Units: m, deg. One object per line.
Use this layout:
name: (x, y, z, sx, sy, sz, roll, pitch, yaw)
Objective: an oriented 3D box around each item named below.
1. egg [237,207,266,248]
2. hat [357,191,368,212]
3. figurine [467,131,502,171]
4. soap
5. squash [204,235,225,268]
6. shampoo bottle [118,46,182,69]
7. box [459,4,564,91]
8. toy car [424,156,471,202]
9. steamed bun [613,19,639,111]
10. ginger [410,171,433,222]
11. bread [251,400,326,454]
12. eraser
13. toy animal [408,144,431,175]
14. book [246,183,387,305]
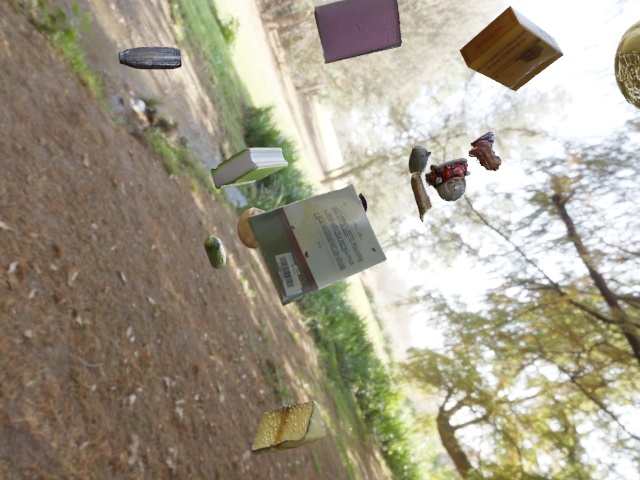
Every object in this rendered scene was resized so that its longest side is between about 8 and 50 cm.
egg: (-0.154, -0.026, 1.120, 0.080, 0.080, 0.096, 66, 33, -49)
hat: (0.037, -0.054, 1.860, 0.238, 0.209, 0.335, -77, -172, -81)
figurine: (0.635, -0.334, 1.880, 0.126, 0.114, 0.156, 147, -64, -63)
soap: (0.118, -0.679, 1.533, 0.081, 0.260, 0.181, -93, 169, -56)
squash: (-0.396, 0.047, 1.835, 0.238, 0.069, 0.069, 98, -24, -65)
shampoo bottle: (-0.668, -0.717, 1.910, 0.049, 0.234, 0.086, -164, -113, -68)
box: (0.557, -0.544, 1.408, 0.274, 0.174, 0.076, 4, 62, -41)
toy car: (0.363, -0.162, 1.374, 0.139, 0.112, 0.112, 123, -49, -74)
steamed bun: (0.614, -0.302, 0.766, 0.273, 0.232, 0.166, -82, 150, -59)
ginger: (0.268, -0.115, 1.286, 0.057, 0.044, 0.137, -29, 103, -52)
bread: (-0.118, 0.707, 1.784, 0.141, 0.266, 0.178, 58, 28, -9)
eraser: (-0.273, -0.279, 1.871, 0.092, 0.210, 0.274, 66, 26, -2)
toy animal: (0.358, -0.263, 1.757, 0.070, 0.079, 0.253, 49, -4, 25)
book: (0.000, 0.000, 1.050, 0.026, 0.290, 0.201, -35, -103, 57)
